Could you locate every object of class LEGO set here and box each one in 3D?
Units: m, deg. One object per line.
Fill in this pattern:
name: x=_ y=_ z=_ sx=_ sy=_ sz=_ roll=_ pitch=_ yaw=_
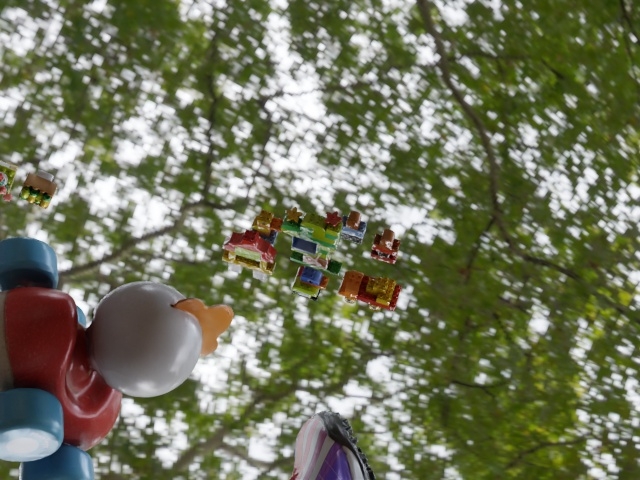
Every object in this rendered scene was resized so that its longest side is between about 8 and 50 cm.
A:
LEGO set: x=-0.503 y=-0.133 z=1.754 sx=0.132 sy=0.107 sz=0.287 roll=-32 pitch=-72 yaw=5

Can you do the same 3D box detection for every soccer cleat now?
soccer cleat: x=0.000 y=0.234 z=0.995 sx=0.116 sy=0.318 sz=0.109 roll=-23 pitch=-71 yaw=-3

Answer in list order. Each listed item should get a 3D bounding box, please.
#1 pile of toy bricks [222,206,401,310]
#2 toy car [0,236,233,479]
pile of toy bricks: x=0.000 y=0.000 z=1.447 sx=0.212 sy=0.105 sz=0.118 roll=16 pitch=-121 yaw=5
toy car: x=-0.198 y=0.116 z=1.221 sx=0.237 sy=0.210 sz=0.219 roll=-11 pitch=-128 yaw=0
